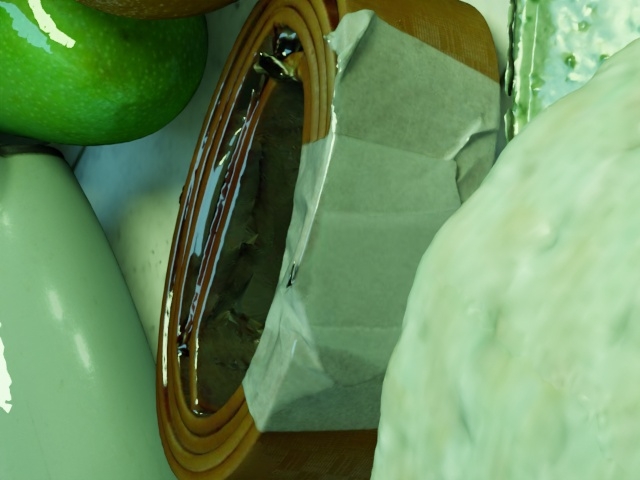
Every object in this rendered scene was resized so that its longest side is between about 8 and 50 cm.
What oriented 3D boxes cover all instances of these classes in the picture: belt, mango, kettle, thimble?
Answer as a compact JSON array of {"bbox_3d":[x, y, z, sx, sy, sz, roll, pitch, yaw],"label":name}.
[{"bbox_3d":[0.000,0.000,0.939,0.184,0.105,0.261,39,113,62],"label":"belt"},{"bbox_3d":[-0.208,-0.166,1.144,0.382,0.225,0.201,35,88,40],"label":"mango"},{"bbox_3d":[-0.183,0.074,1.131,0.221,0.161,0.236,121,131,-76],"label":"kettle"},{"bbox_3d":[0.175,0.066,0.593,0.195,0.291,0.291,36,115,49],"label":"thimble"}]

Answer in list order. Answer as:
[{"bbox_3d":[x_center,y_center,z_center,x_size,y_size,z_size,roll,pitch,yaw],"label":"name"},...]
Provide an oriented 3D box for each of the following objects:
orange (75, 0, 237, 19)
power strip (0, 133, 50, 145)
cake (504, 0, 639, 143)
[{"bbox_3d":[-0.085,-0.203,0.946,0.206,0.206,0.206,-7,81,52],"label":"orange"},{"bbox_3d":[-0.269,-0.030,1.269,0.139,0.224,0.140,50,160,43],"label":"power strip"},{"bbox_3d":[0.199,-0.061,0.771,0.235,0.099,0.100,2,87,31],"label":"cake"}]
